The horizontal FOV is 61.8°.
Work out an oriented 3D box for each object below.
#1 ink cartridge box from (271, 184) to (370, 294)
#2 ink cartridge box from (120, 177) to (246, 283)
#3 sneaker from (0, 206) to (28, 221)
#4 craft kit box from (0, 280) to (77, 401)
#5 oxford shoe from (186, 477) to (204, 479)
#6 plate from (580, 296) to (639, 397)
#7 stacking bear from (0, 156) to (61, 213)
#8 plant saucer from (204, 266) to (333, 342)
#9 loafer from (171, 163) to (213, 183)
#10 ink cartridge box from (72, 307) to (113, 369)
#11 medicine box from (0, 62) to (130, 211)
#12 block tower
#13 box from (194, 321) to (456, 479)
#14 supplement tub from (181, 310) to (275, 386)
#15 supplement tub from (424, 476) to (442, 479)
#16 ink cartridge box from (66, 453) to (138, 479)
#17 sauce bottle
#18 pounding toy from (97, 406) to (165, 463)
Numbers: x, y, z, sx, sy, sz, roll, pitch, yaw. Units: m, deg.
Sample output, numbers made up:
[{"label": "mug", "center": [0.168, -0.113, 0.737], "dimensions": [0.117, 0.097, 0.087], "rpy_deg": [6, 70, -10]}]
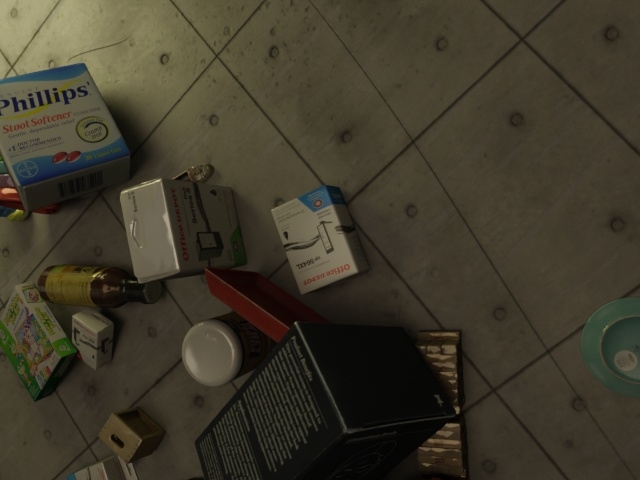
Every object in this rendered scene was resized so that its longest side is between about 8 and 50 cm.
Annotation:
[{"label": "ink cartridge box", "center": [0.000, 0.000, 1.182], "dimensions": [0.148, 0.086, 0.203], "rpy_deg": [-23, 82, 20]}, {"label": "ink cartridge box", "center": [-0.296, -0.022, 1.198], "dimensions": [0.114, 0.272, 0.199], "rpy_deg": [-14, 87, 21]}, {"label": "sneaker", "center": [-0.932, -0.163, 1.525], "dimensions": [0.091, 0.126, 0.240], "rpy_deg": [-39, 78, 18]}, {"label": "craft kit box", "center": [-0.799, 0.283, 1.490], "dimensions": [0.247, 0.061, 0.250], "rpy_deg": [52, 123, 16]}, {"label": "oxford shoe", "center": [-0.346, 0.667, 1.355], "dimensions": [0.212, 0.076, 0.076], "rpy_deg": [-33, 105, 22]}, {"label": "plate", "center": [0.585, 0.200, 0.989], "dimensions": [0.188, 0.024, 0.188], "rpy_deg": [1, 92, 21]}, {"label": "stacking bear", "center": [-0.781, -0.233, 1.448], "dimensions": [0.175, 0.164, 0.289], "rpy_deg": [-8, 75, 55]}, {"label": "plant saucer", "center": [-0.099, 0.148, 1.130], "dimensions": [0.259, 0.258, 0.048], "rpy_deg": [32, 94, 18]}, {"label": "loafer", "center": [-0.326, -0.156, 1.332], "dimensions": [0.125, 0.039, 0.045], "rpy_deg": [-23, 82, 21]}, {"label": "ink cartridge box", "center": [-0.607, 0.260, 1.422], "dimensions": [0.099, 0.056, 0.135], "rpy_deg": [27, 121, 19]}, {"label": "medicine box", "center": [-0.656, -0.259, 1.328], "dimensions": [0.290, 0.263, 0.149], "rpy_deg": [60, 151, 9]}, {"label": "block tower", "center": [0.246, 0.357, 1.090], "dimensions": [0.090, 0.097, 0.336], "rpy_deg": [-4, 89, 21]}, {"label": "box", "center": [-0.004, 0.360, 1.016], "dimensions": [0.395, 0.293, 0.212], "rpy_deg": [-51, 49, 27]}, {"label": "supplement tub", "center": [-0.199, 0.235, 1.205], "dimensions": [0.144, 0.199, 0.145], "rpy_deg": [1, 92, 21]}, {"label": "supplement tub", "center": [0.116, 0.582, 1.000], "dimensions": [0.315, 0.193, 0.194], "rpy_deg": [-34, 79, 17]}, {"label": "ink cartridge box", "center": [-0.588, 0.650, 1.445], "dimensions": [0.180, 0.060, 0.104], "rpy_deg": [-27, 81, 20]}, {"label": "sauce bottle", "center": [-0.575, 0.122, 1.403], "dimensions": [0.344, 0.111, 0.112], "rpy_deg": [2, 92, 20]}, {"label": "pounding toy", "center": [-0.497, 0.499, 1.378], "dimensions": [0.141, 0.130, 0.100], "rpy_deg": [33, 91, 18]}]
